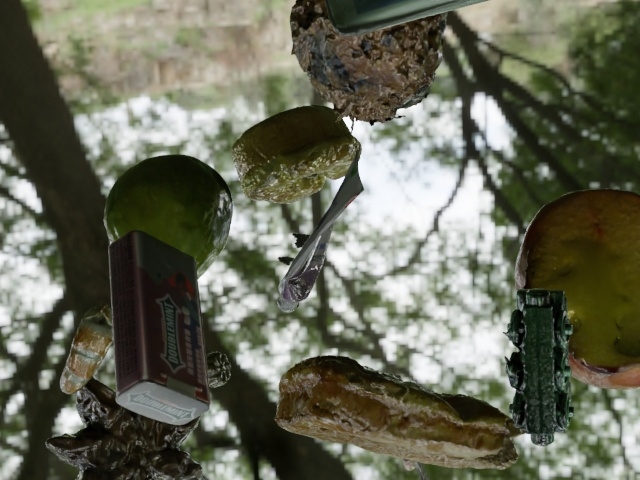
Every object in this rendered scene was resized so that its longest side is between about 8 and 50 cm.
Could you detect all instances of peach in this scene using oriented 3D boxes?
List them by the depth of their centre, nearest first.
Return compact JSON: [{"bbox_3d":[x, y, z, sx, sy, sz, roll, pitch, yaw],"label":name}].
[{"bbox_3d":[0.420,0.078,1.868,0.281,0.281,0.338,-1,-157,6],"label":"peach"}]

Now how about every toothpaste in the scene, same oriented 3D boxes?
[{"bbox_3d":[0.134,-0.216,0.998,0.268,0.069,0.047,-15,165,0],"label":"toothpaste"},{"bbox_3d":[0.000,0.000,1.879,0.048,0.301,0.075,30,-140,3],"label":"toothpaste"}]

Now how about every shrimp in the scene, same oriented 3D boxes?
[{"bbox_3d":[-0.312,0.132,1.739,0.049,0.161,0.166,23,-159,-9],"label":"shrimp"}]

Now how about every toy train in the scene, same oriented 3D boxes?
[{"bbox_3d":[0.236,0.129,1.352,0.071,0.171,0.111,0,-168,16],"label":"toy train"}]

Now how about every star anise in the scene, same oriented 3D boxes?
[{"bbox_3d":[-0.304,0.351,2.030,0.315,0.315,0.108,-19,179,-45],"label":"star anise"}]

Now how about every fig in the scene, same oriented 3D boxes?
[{"bbox_3d":[-0.237,0.009,1.967,0.206,0.206,0.275,-3,-129,1],"label":"fig"}]

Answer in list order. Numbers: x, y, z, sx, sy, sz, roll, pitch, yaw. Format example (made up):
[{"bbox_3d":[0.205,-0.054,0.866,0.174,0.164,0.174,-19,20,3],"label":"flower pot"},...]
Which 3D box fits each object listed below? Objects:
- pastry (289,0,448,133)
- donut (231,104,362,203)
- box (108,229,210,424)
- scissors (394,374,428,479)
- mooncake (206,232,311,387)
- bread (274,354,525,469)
[{"bbox_3d":[0.057,-0.275,1.565,0.192,0.275,0.275,5,-165,-4],"label":"pastry"},{"bbox_3d":[-0.040,-0.155,2.268,0.208,0.128,0.261,-28,172,14],"label":"donut"},{"bbox_3d":[-0.201,0.105,1.568,0.069,0.224,0.120,-31,142,28],"label":"box"},{"bbox_3d":[0.173,0.382,2.317,0.024,0.318,0.160,-9,-138,13],"label":"scissors"},{"bbox_3d":[-0.103,0.114,2.132,0.057,0.150,0.347,0,-124,35],"label":"mooncake"},{"bbox_3d":[0.131,0.246,1.778,0.380,0.109,0.185,17,159,-24],"label":"bread"}]
